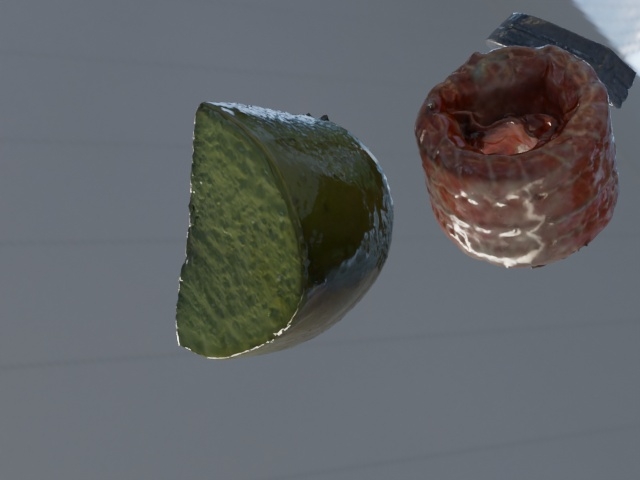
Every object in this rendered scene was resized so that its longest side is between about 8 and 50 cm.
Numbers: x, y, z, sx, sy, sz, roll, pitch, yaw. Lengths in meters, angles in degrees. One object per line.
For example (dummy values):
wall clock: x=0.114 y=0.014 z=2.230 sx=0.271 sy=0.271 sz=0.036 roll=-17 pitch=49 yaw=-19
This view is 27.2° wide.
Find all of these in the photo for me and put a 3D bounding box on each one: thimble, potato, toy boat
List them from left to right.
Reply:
potato: x=0.000 y=0.000 z=1.570 sx=0.212 sy=0.330 sz=0.280 roll=31 pitch=-146 yaw=35
thimble: x=0.228 y=-0.102 z=1.521 sx=0.239 sy=0.162 sz=0.239 roll=-11 pitch=-136 yaw=11
toy boat: x=0.365 y=-0.286 z=2.067 sx=0.127 sy=0.078 sz=0.283 roll=28 pitch=-174 yaw=-42
